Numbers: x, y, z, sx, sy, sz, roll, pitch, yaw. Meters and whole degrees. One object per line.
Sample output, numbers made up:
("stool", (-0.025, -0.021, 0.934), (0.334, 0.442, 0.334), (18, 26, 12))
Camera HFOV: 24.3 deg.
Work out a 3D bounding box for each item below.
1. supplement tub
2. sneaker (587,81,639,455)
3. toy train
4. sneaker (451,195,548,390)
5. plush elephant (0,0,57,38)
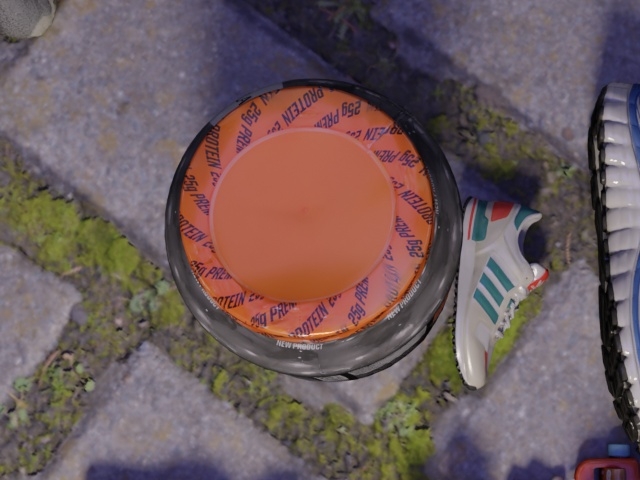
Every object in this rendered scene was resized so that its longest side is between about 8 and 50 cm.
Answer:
("supplement tub", (0.000, 0.000, 1.100), (0.207, 0.338, 0.207), (0, 83, 3))
("sneaker", (0.298, 0.032, 1.186), (0.147, 0.130, 0.330), (-2, 83, 5))
("toy train", (0.211, 0.246, 1.207), (0.125, 0.046, 0.166), (4, 83, 4))
("sneaker", (0.149, 0.044, 1.227), (0.075, 0.057, 0.161), (3, 81, 9))
("plush elephant", (-0.256, -0.388, 1.211), (0.272, 0.330, 0.255), (43, 69, 14))
